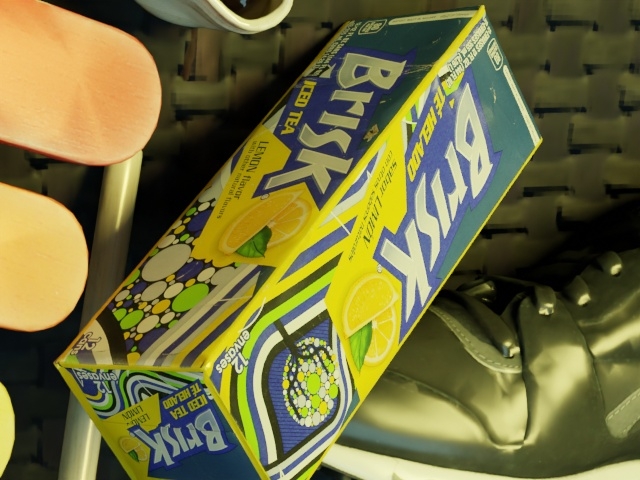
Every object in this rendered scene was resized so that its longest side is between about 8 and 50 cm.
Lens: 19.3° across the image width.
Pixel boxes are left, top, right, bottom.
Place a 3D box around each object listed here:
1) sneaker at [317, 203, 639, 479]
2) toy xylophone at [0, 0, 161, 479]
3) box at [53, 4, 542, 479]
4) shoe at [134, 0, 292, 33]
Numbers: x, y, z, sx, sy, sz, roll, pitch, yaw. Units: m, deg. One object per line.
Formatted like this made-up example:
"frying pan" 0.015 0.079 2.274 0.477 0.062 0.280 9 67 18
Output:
"sneaker" 0.101 0.028 0.647 0.283 0.107 0.124 7 97 -24
"toy xylophone" -0.137 0.036 0.508 0.236 0.081 0.323 7 87 -38
"box" 0.000 0.000 0.558 0.169 0.059 0.054 -53 128 -37
"shoe" -0.063 -0.150 0.522 0.076 0.058 0.219 -30 119 -2
